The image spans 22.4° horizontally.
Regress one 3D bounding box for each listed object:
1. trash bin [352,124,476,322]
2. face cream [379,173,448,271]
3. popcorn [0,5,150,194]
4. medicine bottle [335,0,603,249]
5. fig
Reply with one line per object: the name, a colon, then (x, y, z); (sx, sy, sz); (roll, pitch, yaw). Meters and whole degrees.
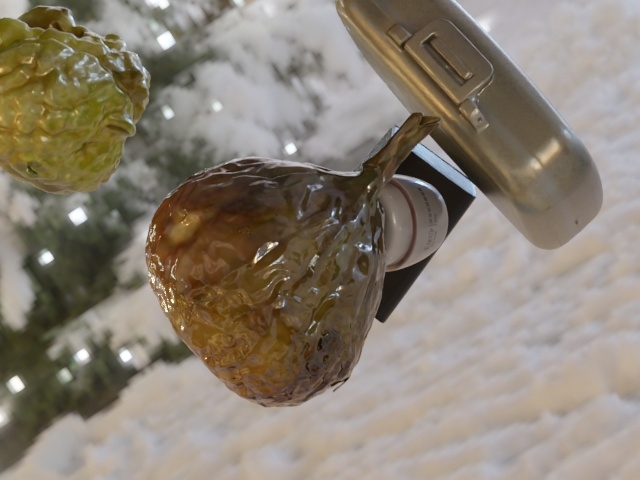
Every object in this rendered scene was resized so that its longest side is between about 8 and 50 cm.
trash bin: (0.094, -0.028, 2.290); (0.225, 0.165, 0.115); (-52, 8, 15)
face cream: (0.086, -0.022, 1.928); (0.104, 0.117, 0.117); (-7, -10, -44)
popcorn: (-0.336, -0.177, 1.947); (0.206, 0.252, 0.237); (-51, 19, 35)
medicine bottle: (0.176, -0.163, 1.886); (0.123, 0.375, 0.282); (-40, -21, 3)
fig: (0.000, 0.000, 1.740); (0.369, 0.286, 0.286); (-39, 7, 22)
